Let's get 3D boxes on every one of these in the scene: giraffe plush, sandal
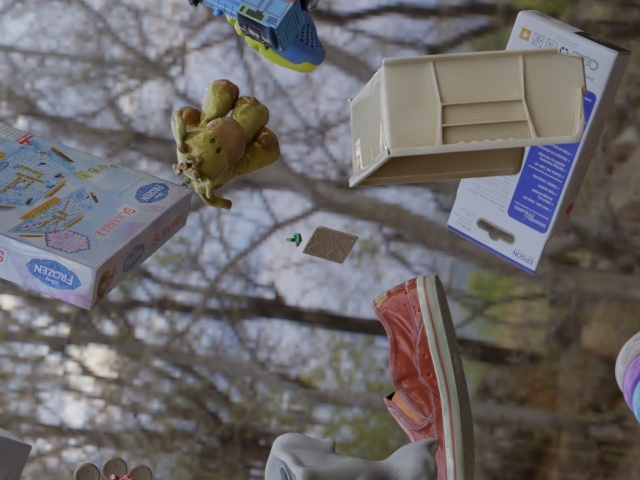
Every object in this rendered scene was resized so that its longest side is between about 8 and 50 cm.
[{"bbox_3d":[-0.172,-0.147,2.239,0.210,0.181,0.170,-54,-2,1],"label":"giraffe plush"},{"bbox_3d":[-0.075,-0.371,1.948,0.126,0.138,0.317,4,-126,-62],"label":"sandal"}]

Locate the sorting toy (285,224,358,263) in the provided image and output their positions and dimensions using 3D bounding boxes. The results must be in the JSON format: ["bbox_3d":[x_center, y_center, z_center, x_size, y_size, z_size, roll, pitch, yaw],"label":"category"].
[{"bbox_3d":[0.000,0.000,1.827,0.062,0.083,0.012,123,157,-46],"label":"sorting toy"}]

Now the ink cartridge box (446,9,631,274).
[{"bbox_3d":[0.330,-0.151,2.198,0.069,0.175,0.371,-13,-53,-54],"label":"ink cartridge box"}]

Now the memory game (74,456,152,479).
[{"bbox_3d":[-0.301,0.397,2.050,0.012,0.186,0.186,-129,41,-73],"label":"memory game"}]

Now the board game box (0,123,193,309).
[{"bbox_3d":[-0.384,-0.042,1.973,0.319,0.318,0.066,-48,-26,-61],"label":"board game box"}]

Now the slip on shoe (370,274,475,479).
[{"bbox_3d":[0.136,0.212,1.835,0.123,0.101,0.331,-9,-93,-77],"label":"slip on shoe"}]

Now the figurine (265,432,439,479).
[{"bbox_3d":[0.045,0.316,1.555,0.092,0.209,0.215,9,96,61],"label":"figurine"}]

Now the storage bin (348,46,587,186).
[{"bbox_3d":[0.181,-0.154,1.836,0.262,0.260,0.123,143,123,-79],"label":"storage bin"}]

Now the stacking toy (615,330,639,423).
[{"bbox_3d":[0.469,0.251,1.787,0.330,0.141,0.141,-93,1,-56],"label":"stacking toy"}]

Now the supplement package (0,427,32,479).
[{"bbox_3d":[-0.564,0.318,2.121,0.133,0.244,0.139,27,-99,-41],"label":"supplement package"}]

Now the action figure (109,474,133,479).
[{"bbox_3d":[-0.244,0.335,1.853,0.030,0.115,0.038,5,-70,-36],"label":"action figure"}]

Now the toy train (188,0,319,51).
[{"bbox_3d":[-0.094,-0.322,1.831,0.105,0.184,0.080,-56,-18,-16],"label":"toy train"}]
